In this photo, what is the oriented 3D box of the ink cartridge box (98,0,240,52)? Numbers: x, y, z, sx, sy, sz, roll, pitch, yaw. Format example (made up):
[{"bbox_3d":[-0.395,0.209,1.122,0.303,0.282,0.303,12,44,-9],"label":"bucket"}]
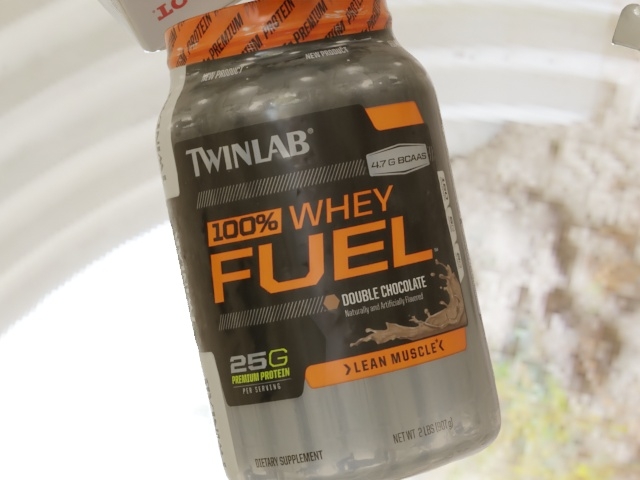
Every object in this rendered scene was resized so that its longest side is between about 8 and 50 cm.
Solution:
[{"bbox_3d":[-0.125,-0.311,1.373,0.114,0.197,0.273,47,168,47],"label":"ink cartridge box"}]

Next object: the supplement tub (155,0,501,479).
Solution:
[{"bbox_3d":[0.000,0.000,1.284,0.207,0.207,0.338,-16,-86,-80],"label":"supplement tub"}]

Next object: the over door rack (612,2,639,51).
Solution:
[{"bbox_3d":[0.177,-0.312,1.291,0.108,0.239,0.324,14,-86,-66],"label":"over door rack"}]
